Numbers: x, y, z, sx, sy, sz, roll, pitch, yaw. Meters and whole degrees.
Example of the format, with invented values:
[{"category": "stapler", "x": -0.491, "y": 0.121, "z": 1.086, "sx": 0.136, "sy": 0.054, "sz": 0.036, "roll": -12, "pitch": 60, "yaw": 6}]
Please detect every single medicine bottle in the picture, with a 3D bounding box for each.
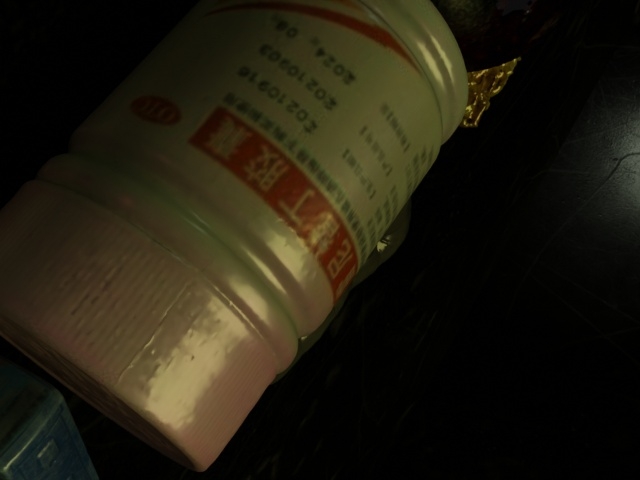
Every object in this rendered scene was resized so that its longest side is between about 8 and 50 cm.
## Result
[{"category": "medicine bottle", "x": -0.061, "y": -0.031, "z": 0.543, "sx": 0.316, "sy": 0.202, "sz": 0.202, "roll": -54, "pitch": 159, "yaw": -20}]

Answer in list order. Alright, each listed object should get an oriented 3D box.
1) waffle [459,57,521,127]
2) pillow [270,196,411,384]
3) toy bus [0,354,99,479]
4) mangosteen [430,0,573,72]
[{"category": "waffle", "x": 0.227, "y": -0.289, "z": 1.103, "sx": 0.325, "sy": 0.068, "sz": 0.302, "roll": -43, "pitch": 154, "yaw": -36}, {"category": "pillow", "x": 0.000, "y": 0.000, "z": 0.901, "sx": 0.326, "sy": 0.101, "sz": 0.228, "roll": -49, "pitch": 154, "yaw": -35}, {"category": "toy bus", "x": -0.218, "y": 0.175, "z": 0.598, "sx": 0.079, "sy": 0.094, "sz": 0.236, "roll": -48, "pitch": 157, "yaw": -32}, {"category": "mangosteen", "x": 0.069, "y": -0.219, "z": 0.635, "sx": 0.289, "sy": 0.231, "sz": 0.231, "roll": -34, "pitch": 174, "yaw": 28}]
